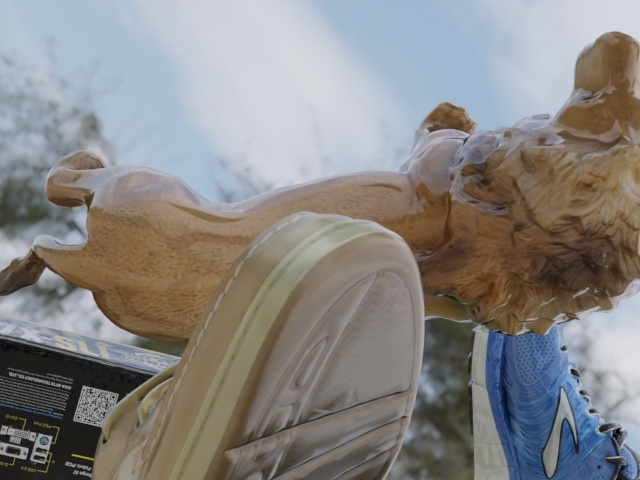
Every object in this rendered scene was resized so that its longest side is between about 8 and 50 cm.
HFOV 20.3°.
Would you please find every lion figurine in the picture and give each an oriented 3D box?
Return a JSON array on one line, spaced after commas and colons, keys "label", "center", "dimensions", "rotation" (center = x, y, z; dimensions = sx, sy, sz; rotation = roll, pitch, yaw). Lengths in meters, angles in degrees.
[{"label": "lion figurine", "center": [0.000, 0.000, 0.932], "dimensions": [0.240, 0.392, 0.142], "rotation": [-88, 163, -79]}]

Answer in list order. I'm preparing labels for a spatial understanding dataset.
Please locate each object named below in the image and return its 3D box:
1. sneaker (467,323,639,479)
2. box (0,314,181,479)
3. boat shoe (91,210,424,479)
[{"label": "sneaker", "center": [0.205, 0.164, 1.515], "dimensions": [0.130, 0.147, 0.330], "rotation": [29, 60, -72]}, {"label": "box", "center": [-0.256, 0.182, 1.298], "dimensions": [0.322, 0.257, 0.079], "rotation": [14, 8, -16]}, {"label": "boat shoe", "center": [-0.048, 0.097, 0.698], "dimensions": [0.098, 0.109, 0.302], "rotation": [45, -44, 29]}]
